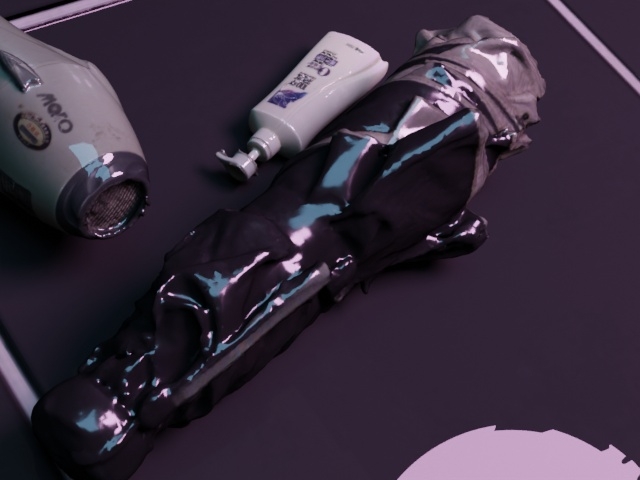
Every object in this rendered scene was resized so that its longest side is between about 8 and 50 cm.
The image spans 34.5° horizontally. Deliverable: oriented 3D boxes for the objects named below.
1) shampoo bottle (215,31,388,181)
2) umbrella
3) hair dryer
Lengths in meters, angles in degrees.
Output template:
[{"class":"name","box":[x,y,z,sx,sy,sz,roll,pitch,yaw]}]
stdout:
[{"class":"shampoo bottle","box":[-0.013,-0.083,0.660,0.049,0.034,0.141,38,56,4]},{"class":"umbrella","box":[0.003,0.005,0.562,0.106,0.113,0.358,25,54,36]},{"class":"hair dryer","box":[-0.225,-0.068,0.578,0.225,0.088,0.219,-17,55,-9]}]
